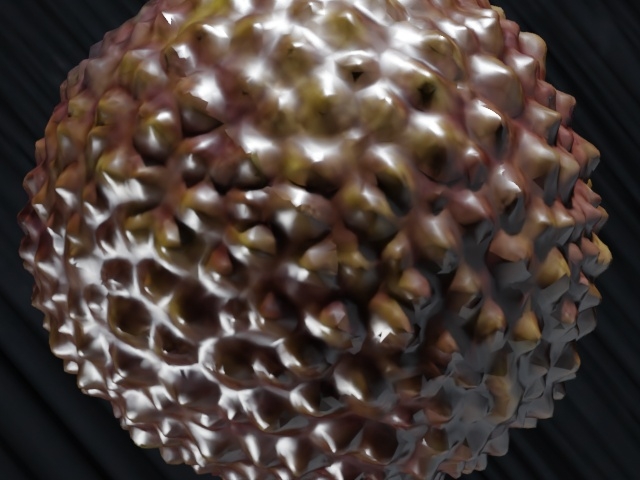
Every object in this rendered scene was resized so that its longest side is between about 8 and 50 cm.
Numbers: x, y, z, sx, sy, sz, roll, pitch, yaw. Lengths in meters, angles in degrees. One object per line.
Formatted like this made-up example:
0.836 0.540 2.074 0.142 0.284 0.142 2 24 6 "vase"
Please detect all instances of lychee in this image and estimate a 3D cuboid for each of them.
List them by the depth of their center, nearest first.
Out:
0.000 0.000 0.457 0.188 0.188 0.188 -40 3 2 "lychee"
